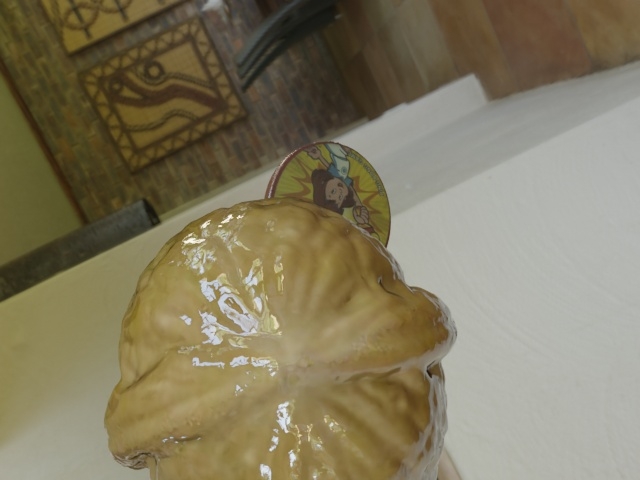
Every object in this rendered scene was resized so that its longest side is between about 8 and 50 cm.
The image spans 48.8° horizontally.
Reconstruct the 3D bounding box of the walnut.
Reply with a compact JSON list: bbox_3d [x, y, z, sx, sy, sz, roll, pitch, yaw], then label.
[{"bbox_3d":[-0.030,0.114,0.592,0.332,0.333,0.333,64,178,3],"label":"walnut"}]

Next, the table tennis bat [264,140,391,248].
[{"bbox_3d":[0.000,0.000,1.320,0.268,0.414,0.051,29,154,-20],"label":"table tennis bat"}]
